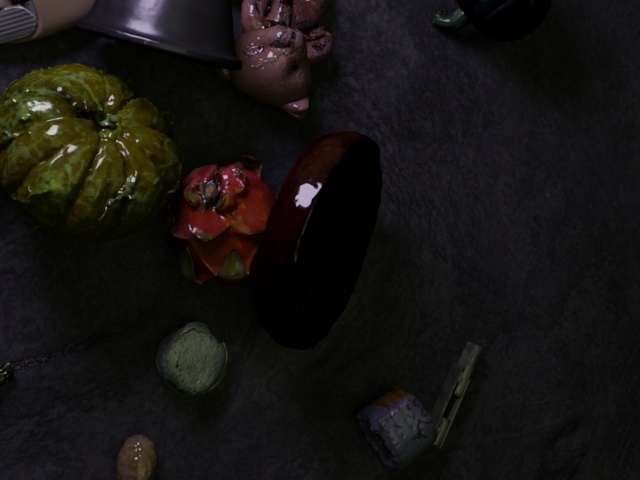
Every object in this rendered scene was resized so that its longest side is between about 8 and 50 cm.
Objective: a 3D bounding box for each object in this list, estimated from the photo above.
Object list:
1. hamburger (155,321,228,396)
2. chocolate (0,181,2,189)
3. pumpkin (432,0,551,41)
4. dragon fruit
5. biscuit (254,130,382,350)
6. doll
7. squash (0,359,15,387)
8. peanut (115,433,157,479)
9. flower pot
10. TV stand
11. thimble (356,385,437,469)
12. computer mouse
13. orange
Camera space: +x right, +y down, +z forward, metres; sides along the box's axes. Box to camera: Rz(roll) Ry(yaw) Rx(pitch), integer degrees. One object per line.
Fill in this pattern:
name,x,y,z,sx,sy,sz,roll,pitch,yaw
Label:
hamburger,-0.238,0.226,1.317,0.133,0.062,0.140,-36,107,-19
chocolate,-0.595,-0.171,1.099,0.161,0.083,0.261,-46,111,-16
pumpkin,0.340,-0.508,1.448,0.248,0.248,0.248,-3,96,-25
dragon fruit,-0.167,-0.030,1.241,0.224,0.224,0.227,-34,124,-18
biscuit,0.000,0.000,1.271,0.091,0.407,0.407,18,87,18
doll,-0.056,-0.392,1.294,0.201,0.156,0.303,25,80,-19
squash,-0.599,0.236,1.158,0.183,0.052,0.052,-6,98,-28
peanut,-0.336,0.441,1.282,0.080,0.080,0.174,3,92,-25
flower pot,-0.240,-0.380,1.126,0.269,0.269,0.166,9,106,-26
TV stand,0.298,0.345,1.593,0.042,0.036,0.249,28,83,-23
thimble,0.160,0.395,1.484,0.118,0.127,0.151,-34,103,-20
computer mouse,-0.446,-0.406,1.132,0.236,0.082,0.145,-26,123,-21
orange,-0.379,-0.133,1.114,0.301,0.223,0.300,43,39,-11
